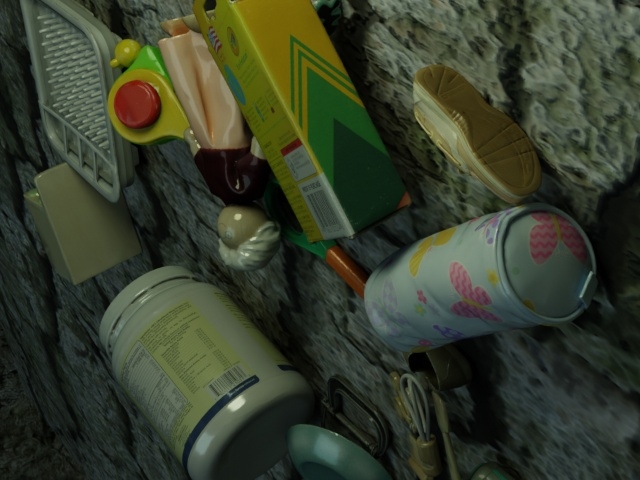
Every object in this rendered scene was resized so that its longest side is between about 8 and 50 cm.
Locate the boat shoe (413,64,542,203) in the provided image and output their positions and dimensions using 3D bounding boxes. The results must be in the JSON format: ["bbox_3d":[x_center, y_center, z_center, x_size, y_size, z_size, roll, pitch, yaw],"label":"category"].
[{"bbox_3d":[0.144,-0.093,0.903,0.170,0.063,0.059,57,156,28],"label":"boat shoe"}]

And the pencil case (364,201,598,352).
[{"bbox_3d":[0.151,0.047,0.961,0.124,0.113,0.273,49,153,-6],"label":"pencil case"}]

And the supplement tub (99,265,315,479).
[{"bbox_3d":[-0.190,0.216,1.556,0.325,0.235,0.235,44,148,30],"label":"supplement tub"}]

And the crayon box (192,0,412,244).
[{"bbox_3d":[-0.030,-0.155,1.060,0.318,0.081,0.202,62,167,-5],"label":"crayon box"}]

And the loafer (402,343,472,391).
[{"bbox_3d":[0.119,0.126,1.154,0.148,0.050,0.056,40,146,34],"label":"loafer"}]

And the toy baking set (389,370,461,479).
[{"bbox_3d":[0.129,0.260,1.202,0.256,0.030,0.196,137,113,-79],"label":"toy baking set"}]

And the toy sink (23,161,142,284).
[{"bbox_3d":[-0.471,-0.060,1.860,0.131,0.153,0.234,23,136,50],"label":"toy sink"}]

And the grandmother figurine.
[{"bbox_3d":[-0.126,-0.124,1.254,0.208,0.104,0.342,17,122,64],"label":"grandmother figurine"}]

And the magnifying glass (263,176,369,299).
[{"bbox_3d":[0.000,0.000,1.269,0.231,0.026,0.092,47,149,28],"label":"magnifying glass"}]

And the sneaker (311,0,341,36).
[{"bbox_3d":[-0.012,-0.269,1.028,0.069,0.038,0.098,35,139,48],"label":"sneaker"}]

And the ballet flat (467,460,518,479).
[{"bbox_3d":[0.215,0.365,1.195,0.068,0.072,0.213,30,139,37],"label":"ballet flat"}]

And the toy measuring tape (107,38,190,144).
[{"bbox_3d":[-0.220,-0.141,1.395,0.330,0.121,0.121,60,152,2],"label":"toy measuring tape"}]

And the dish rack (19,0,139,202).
[{"bbox_3d":[-0.401,-0.257,1.631,0.285,0.072,0.332,38,142,38],"label":"dish rack"}]

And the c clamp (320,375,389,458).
[{"bbox_3d":[0.052,0.271,1.438,0.161,0.022,0.137,34,137,44],"label":"c clamp"}]

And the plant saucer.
[{"bbox_3d":[0.021,0.359,1.472,0.195,0.037,0.195,23,144,17],"label":"plant saucer"}]
